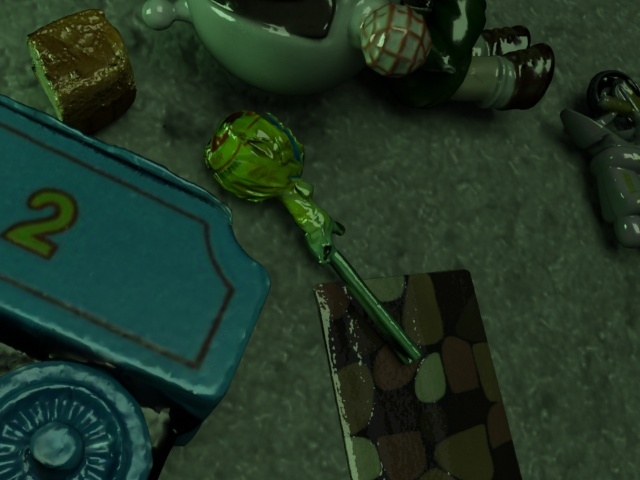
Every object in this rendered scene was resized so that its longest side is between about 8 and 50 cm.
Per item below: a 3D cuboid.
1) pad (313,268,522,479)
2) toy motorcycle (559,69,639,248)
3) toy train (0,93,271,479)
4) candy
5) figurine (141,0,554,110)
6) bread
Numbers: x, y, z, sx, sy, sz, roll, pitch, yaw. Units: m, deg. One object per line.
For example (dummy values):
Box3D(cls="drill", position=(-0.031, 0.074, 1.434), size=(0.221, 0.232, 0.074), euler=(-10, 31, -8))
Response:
Box3D(cls="pad", position=(0.088, 0.141, 0.688), size=(0.158, 0.003, 0.235), euler=(-5, 73, -21))
Box3D(cls="toy motorcycle", position=(0.330, -0.061, 0.810), size=(0.152, 0.073, 0.225), euler=(-42, 89, -24))
Box3D(cls="toy train", position=(-0.209, 0.052, 0.522), size=(0.300, 0.188, 0.265), euler=(25, 60, -6))
Box3D(cls="candy", position=(0.002, -0.002, 0.679), size=(0.262, 0.073, 0.077), euler=(52, 35, -1))
Box3D(cls="figurine", position=(0.037, -0.199, 0.712), size=(0.370, 0.167, 0.281), euler=(10, 34, -26))
Box3D(cls="bread", position=(-0.189, -0.131, 0.645), size=(0.070, 0.083, 0.076), euler=(-26, 77, -16))
